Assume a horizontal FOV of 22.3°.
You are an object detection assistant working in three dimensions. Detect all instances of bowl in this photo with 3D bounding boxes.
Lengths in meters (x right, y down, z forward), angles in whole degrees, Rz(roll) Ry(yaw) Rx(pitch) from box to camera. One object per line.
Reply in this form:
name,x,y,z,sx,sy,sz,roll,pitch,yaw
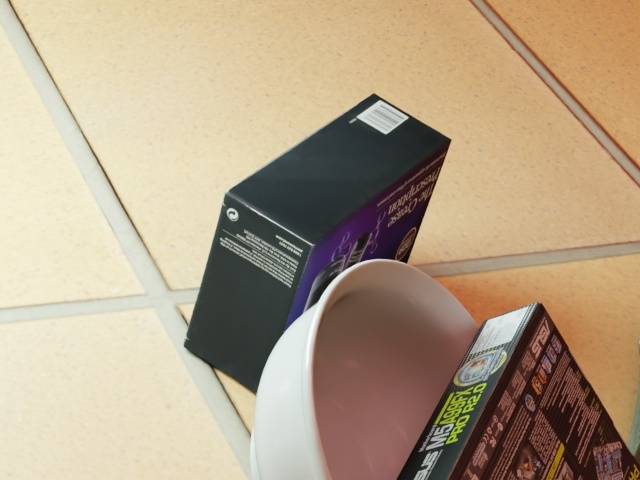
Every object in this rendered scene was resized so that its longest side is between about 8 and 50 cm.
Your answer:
bowl,0.038,0.175,1.305,0.298,0.134,0.298,32,46,-41

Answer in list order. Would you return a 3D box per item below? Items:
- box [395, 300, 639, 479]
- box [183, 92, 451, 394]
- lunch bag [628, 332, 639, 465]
box,0.167,0.208,1.293,0.216,0.060,0.270,58,35,-16
box,0.000,0.000,1.525,0.103,0.184,0.261,33,38,16
lunch bag,0.432,0.125,1.560,0.235,0.169,0.287,20,40,3
